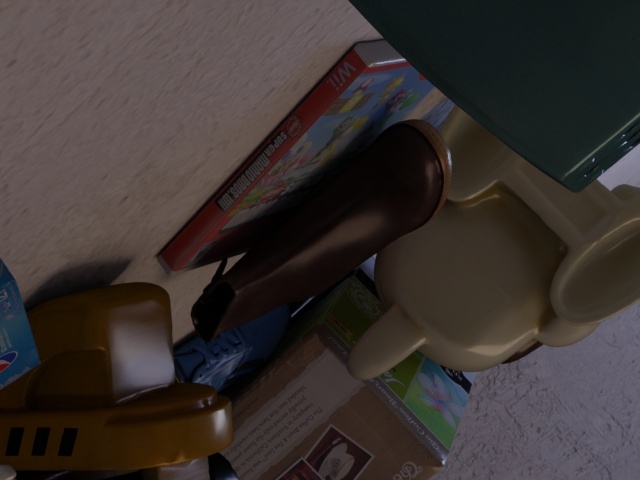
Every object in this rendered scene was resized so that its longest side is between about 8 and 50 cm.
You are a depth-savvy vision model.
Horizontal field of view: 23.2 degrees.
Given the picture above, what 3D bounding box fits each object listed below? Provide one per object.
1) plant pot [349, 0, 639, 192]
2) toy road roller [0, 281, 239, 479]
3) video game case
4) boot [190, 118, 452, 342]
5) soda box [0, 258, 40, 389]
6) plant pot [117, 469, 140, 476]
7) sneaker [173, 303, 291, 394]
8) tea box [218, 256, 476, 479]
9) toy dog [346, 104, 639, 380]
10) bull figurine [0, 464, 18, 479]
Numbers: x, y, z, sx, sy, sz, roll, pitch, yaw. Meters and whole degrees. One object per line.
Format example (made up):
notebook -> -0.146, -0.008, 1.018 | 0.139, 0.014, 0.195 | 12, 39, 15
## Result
plant pot -> 0.121, -0.152, 0.973 | 0.166, 0.234, 0.165 | -39, 168, 10
toy road roller -> -0.232, 0.161, 1.328 | 0.329, 0.240, 0.202 | -2, -178, 22
video game case -> -0.003, -0.079, 1.398 | 0.285, 0.025, 0.204 | -45, 166, 29
boot -> 0.000, 0.000, 1.416 | 0.207, 0.090, 0.248 | -33, 171, -34
soda box -> -0.242, 0.049, 1.051 | 0.067, 0.071, 0.210 | -34, 168, -16
plant pot -> -0.292, 0.322, 1.557 | 0.274, 0.256, 0.256 | -2, 150, -31
sneaker -> -0.121, 0.132, 1.741 | 0.209, 0.069, 0.082 | -39, 165, 4
tea box -> -0.012, 0.232, 1.899 | 0.329, 0.220, 0.323 | -43, -176, 20
toy dog -> 0.207, 0.032, 1.779 | 0.395, 0.284, 0.408 | -53, 175, -1
bull figurine -> -0.374, 0.230, 1.173 | 0.188, 0.101, 0.310 | 20, 120, -42
